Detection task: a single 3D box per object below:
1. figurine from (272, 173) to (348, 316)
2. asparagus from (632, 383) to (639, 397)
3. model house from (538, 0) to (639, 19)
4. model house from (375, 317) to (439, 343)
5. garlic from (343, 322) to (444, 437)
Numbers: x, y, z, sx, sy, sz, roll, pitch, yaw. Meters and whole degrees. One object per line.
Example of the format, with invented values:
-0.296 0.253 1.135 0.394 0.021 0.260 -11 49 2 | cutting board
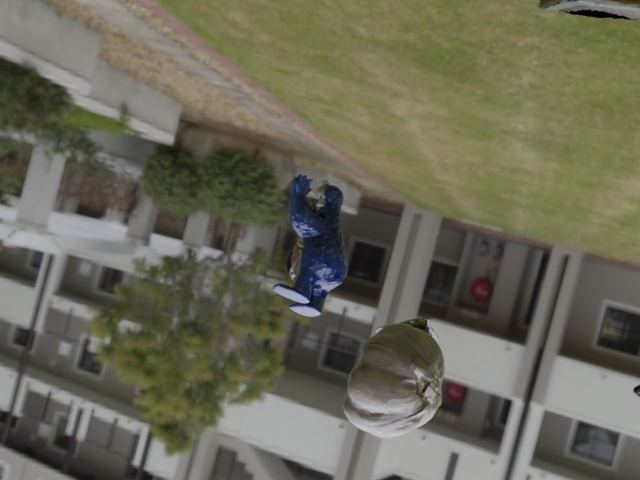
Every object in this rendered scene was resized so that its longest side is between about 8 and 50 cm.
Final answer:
0.001 0.008 1.667 0.120 0.262 0.164 7 169 15 | figurine
0.498 0.159 1.143 0.248 0.024 0.025 -17 -165 -18 | asparagus
0.616 -0.585 1.882 0.268 0.239 0.173 10 -174 6 | model house
0.190 0.235 1.866 0.117 0.088 0.167 -13 152 9 | model house
0.145 0.261 1.661 0.152 0.228 0.228 23 -175 29 | garlic
